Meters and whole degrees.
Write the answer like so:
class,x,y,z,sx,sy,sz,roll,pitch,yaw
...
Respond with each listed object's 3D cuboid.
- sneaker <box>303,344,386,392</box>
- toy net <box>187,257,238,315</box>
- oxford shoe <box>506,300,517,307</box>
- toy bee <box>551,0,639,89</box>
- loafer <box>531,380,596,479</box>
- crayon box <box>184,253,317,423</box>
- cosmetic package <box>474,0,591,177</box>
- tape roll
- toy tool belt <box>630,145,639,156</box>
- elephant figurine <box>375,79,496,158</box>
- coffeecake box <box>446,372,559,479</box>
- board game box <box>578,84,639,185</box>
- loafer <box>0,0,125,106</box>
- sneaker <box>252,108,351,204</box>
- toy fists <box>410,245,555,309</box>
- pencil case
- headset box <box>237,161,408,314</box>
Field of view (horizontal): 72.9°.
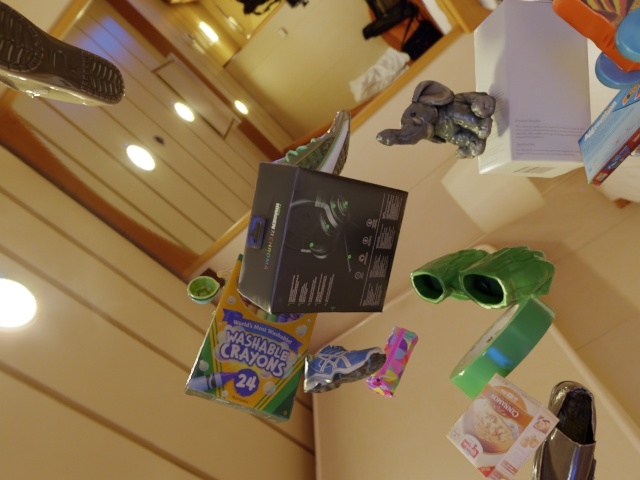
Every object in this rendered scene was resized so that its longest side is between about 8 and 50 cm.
class,x,y,z,sx,sy,sz,roll,pitch,yaw
sneaker,0.038,0.245,0.870,0.080,0.211,0.081,22,-131,-44
toy net,-0.202,0.091,1.044,0.122,0.045,0.232,26,-136,22
oxford shoe,0.562,0.153,1.391,0.227,0.096,0.083,37,-167,-26
toy bee,0.465,-0.268,0.584,0.298,0.162,0.195,59,-172,-7
loafer,0.618,0.527,1.094,0.130,0.133,0.366,58,-136,-56
crayon box,-0.123,0.183,0.905,0.203,0.083,0.323,22,-122,-11
cosmetic package,0.510,-0.360,1.055,0.156,0.217,0.385,151,120,-81
tape roll,0.479,0.279,1.156,0.077,0.321,0.321,42,-166,18
toy tool belt,0.976,-0.269,1.309,0.083,0.052,0.051,6,-138,-8
elephant figurine,0.262,-0.283,0.993,0.239,0.170,0.186,10,-171,9
coffeecake box,0.384,0.403,0.929,0.068,0.185,0.142,41,177,-20
board game box,0.596,-0.250,0.816,0.027,0.281,0.145,16,-128,0
loafer,-0.433,-0.262,0.637,0.268,0.092,0.102,19,-113,-50
sneaker,-0.046,-0.195,1.124,0.182,0.410,0.158,24,161,6
toy fists,0.306,0.069,0.828,0.279,0.142,0.096,-11,103,66
pencil case,0.235,0.393,1.412,0.104,0.104,0.236,45,-124,-17
headset box,0.000,0.000,0.801,0.283,0.247,0.131,5,-171,-37
